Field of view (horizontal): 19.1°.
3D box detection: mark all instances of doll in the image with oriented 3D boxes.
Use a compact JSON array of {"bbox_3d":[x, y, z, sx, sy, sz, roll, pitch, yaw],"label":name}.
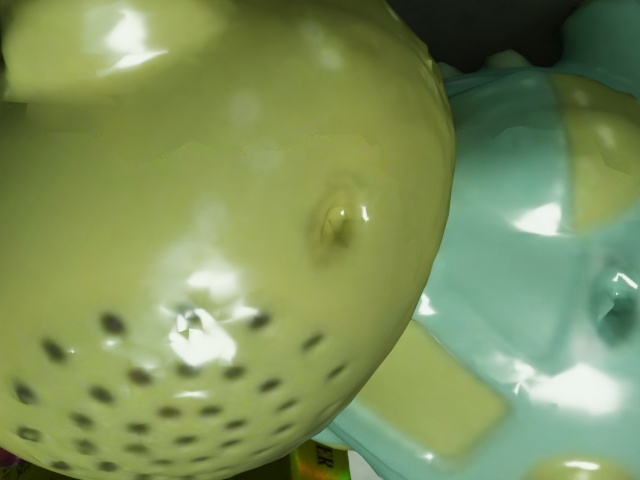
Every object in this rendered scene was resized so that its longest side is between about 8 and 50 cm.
[{"bbox_3d":[0.000,0.000,0.562,0.261,0.161,0.177,15,140,-31],"label":"doll"}]

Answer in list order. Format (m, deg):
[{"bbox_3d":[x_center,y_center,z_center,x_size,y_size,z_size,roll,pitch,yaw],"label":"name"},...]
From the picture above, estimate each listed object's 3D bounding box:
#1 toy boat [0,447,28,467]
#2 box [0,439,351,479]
[{"bbox_3d":[-0.269,0.038,0.647,0.392,0.079,0.136,1,141,-16],"label":"toy boat"},{"bbox_3d":[-0.063,0.094,0.709,0.030,0.121,0.193,21,135,-33],"label":"box"}]
